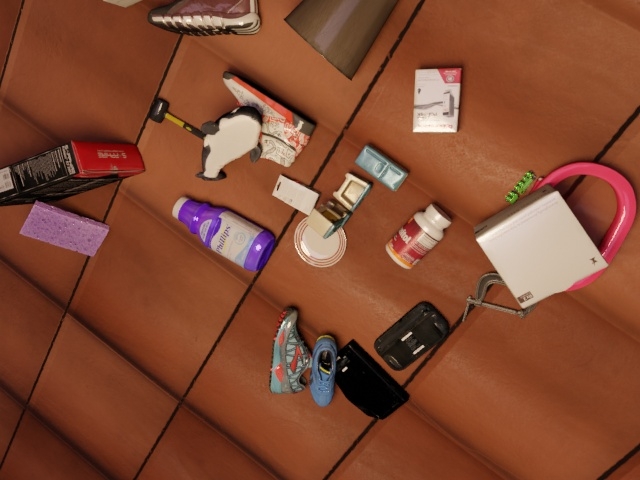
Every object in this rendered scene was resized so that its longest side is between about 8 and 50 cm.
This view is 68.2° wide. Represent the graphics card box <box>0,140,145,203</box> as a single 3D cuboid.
[{"bbox_3d":[-0.714,-0.181,1.311,0.371,0.233,0.094,-14,94,22],"label":"graphics card box"}]

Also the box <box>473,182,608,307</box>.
[{"bbox_3d":[0.444,0.009,0.974,0.181,0.119,0.182,-34,94,21],"label":"box"}]

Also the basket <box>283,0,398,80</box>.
[{"bbox_3d":[0.065,-0.503,1.017,0.204,0.154,0.227,44,109,6],"label":"basket"}]

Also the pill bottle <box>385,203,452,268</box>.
[{"bbox_3d":[0.232,-0.011,1.115,0.086,0.086,0.152,43,112,4],"label":"pill bottle"}]

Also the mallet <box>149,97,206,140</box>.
[{"bbox_3d":[-0.369,-0.321,1.270,0.190,0.039,0.062,24,108,7],"label":"mallet"}]

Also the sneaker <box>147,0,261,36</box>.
[{"bbox_3d":[-0.278,-0.589,1.142,0.281,0.106,0.162,5,100,7],"label":"sneaker"}]

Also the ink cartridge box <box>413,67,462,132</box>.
[{"bbox_3d":[0.258,-0.306,1.047,0.099,0.056,0.135,4,104,17],"label":"ink cartridge box"}]

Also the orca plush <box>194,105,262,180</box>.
[{"bbox_3d":[-0.215,-0.250,1.167,0.151,0.102,0.287,16,148,-11],"label":"orca plush"}]

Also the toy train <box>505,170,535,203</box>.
[{"bbox_3d":[0.446,-0.117,1.054,0.024,0.017,0.083,34,112,-3],"label":"toy train"}]

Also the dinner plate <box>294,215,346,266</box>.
[{"bbox_3d":[0.000,0.000,1.234,0.141,0.017,0.141,5,106,18],"label":"dinner plate"}]

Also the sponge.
[{"bbox_3d":[-0.755,-0.032,1.402,0.210,0.031,0.117,24,118,-32],"label":"sponge"}]

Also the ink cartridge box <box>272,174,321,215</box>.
[{"bbox_3d":[-0.061,-0.119,1.218,0.115,0.029,0.062,29,111,11],"label":"ink cartridge box"}]

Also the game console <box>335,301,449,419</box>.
[{"bbox_3d":[0.188,0.311,1.236,0.213,0.044,0.361,45,114,3],"label":"game console"}]

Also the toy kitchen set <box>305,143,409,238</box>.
[{"bbox_3d":[0.087,-0.101,1.097,0.122,0.166,0.207,37,112,7],"label":"toy kitchen set"}]

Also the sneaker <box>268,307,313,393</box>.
[{"bbox_3d":[-0.069,0.304,1.307,0.125,0.104,0.261,7,111,-1],"label":"sneaker"}]

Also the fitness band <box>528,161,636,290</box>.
[{"bbox_3d":[0.540,-0.028,1.029,0.209,0.054,0.290,23,111,9],"label":"fitness band"}]

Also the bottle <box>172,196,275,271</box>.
[{"bbox_3d":[-0.265,-0.027,1.274,0.283,0.092,0.118,29,112,10],"label":"bottle"}]

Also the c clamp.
[{"bbox_3d":[0.428,0.143,1.124,0.161,0.022,0.137,8,108,19],"label":"c clamp"}]

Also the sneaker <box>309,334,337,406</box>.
[{"bbox_3d":[0.006,0.355,1.239,0.069,0.082,0.209,4,107,0],"label":"sneaker"}]

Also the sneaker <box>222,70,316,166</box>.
[{"bbox_3d":[-0.156,-0.294,1.172,0.270,0.090,0.145,34,109,5],"label":"sneaker"}]

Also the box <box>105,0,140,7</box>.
[{"bbox_3d":[-0.498,-0.663,1.194,0.102,0.087,0.101,-11,100,21],"label":"box"}]
